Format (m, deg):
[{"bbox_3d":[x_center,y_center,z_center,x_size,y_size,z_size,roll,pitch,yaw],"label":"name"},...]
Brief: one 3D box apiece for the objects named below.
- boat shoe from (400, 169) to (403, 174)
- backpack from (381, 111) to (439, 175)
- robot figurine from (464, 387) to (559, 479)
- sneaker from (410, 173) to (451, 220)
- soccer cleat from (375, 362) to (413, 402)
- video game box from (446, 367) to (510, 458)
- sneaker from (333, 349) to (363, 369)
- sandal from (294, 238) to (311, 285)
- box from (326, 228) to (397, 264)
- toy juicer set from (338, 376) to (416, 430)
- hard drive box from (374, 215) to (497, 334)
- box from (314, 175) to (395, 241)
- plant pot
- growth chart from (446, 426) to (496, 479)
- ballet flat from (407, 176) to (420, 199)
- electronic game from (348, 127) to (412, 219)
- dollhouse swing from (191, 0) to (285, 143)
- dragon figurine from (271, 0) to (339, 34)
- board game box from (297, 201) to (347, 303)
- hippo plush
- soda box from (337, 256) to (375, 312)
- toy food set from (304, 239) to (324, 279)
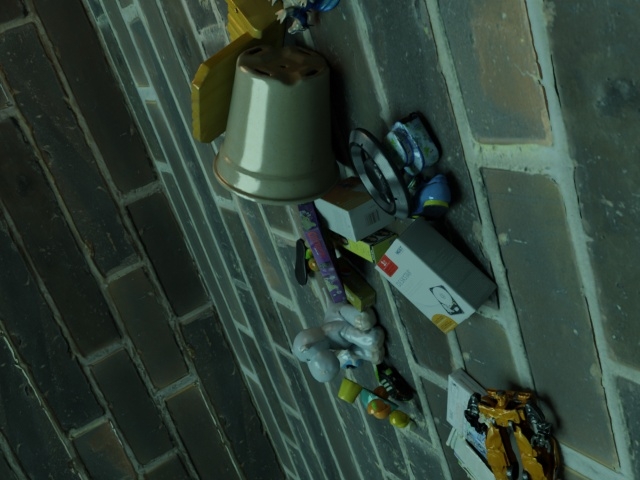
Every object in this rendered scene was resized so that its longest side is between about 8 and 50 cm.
[{"bbox_3d":[0.163,-0.171,1.651,0.152,0.056,0.049,117,137,-64],"label":"boat shoe"},{"bbox_3d":[0.189,-0.196,1.516,0.114,0.084,0.105,56,161,4],"label":"backpack"},{"bbox_3d":[0.453,0.460,1.652,0.211,0.085,0.291,0,118,40],"label":"robot figurine"},{"bbox_3d":[0.239,-0.093,1.575,0.209,0.069,0.082,135,142,-77],"label":"sneaker"},{"bbox_3d":[0.223,0.439,2.207,0.179,0.060,0.072,35,144,53],"label":"soccer cleat"},{"bbox_3d":[0.408,0.459,1.844,0.187,0.048,0.205,44,152,41],"label":"video game box"},{"bbox_3d":[0.081,0.413,2.458,0.086,0.085,0.237,53,160,2],"label":"sneaker"},{"bbox_3d":[-0.055,0.076,2.430,0.067,0.040,0.179,30,128,44],"label":"sandal"},{"bbox_3d":[0.110,-0.010,1.902,0.232,0.087,0.058,30,140,55],"label":"box"},{"bbox_3d":[0.213,0.518,2.244,0.209,0.089,0.329,22,172,38],"label":"toy juicer set"},{"bbox_3d":[0.257,0.082,1.616,0.232,0.089,0.181,43,154,9],"label":"hard drive box"},{"bbox_3d":[0.084,-0.083,1.812,0.170,0.130,0.091,28,141,53],"label":"box"},{"bbox_3d":[-0.099,-0.305,1.769,0.334,0.334,0.305,43,140,38],"label":"plant pot"},{"bbox_3d":[0.438,0.641,2.021,0.237,0.021,0.172,51,156,25],"label":"growth chart"},{"bbox_3d":[0.210,-0.114,1.636,0.041,0.041,0.114,59,158,8],"label":"ballet flat"},{"bbox_3d":[0.132,-0.147,1.578,0.229,0.048,0.229,57,171,14],"label":"electronic game"},{"bbox_3d":[-0.273,-0.492,1.890,0.315,0.305,0.347,54,158,19],"label":"dollhouse swing"},{"bbox_3d":[-0.015,-0.544,1.553,0.289,0.144,0.085,-27,89,49],"label":"dragon figurine"},{"bbox_3d":[0.000,0.000,1.998,0.347,0.056,0.208,68,-169,-50],"label":"board game box"},{"bbox_3d":[0.040,0.300,2.188,0.294,0.236,0.234,57,155,3],"label":"hippo plush"},{"bbox_3d":[0.090,0.132,2.142,0.181,0.058,0.061,44,152,36],"label":"soda box"},{"bbox_3d":[-0.002,0.074,2.299,0.192,0.038,0.132,57,157,11],"label":"toy food set"}]
